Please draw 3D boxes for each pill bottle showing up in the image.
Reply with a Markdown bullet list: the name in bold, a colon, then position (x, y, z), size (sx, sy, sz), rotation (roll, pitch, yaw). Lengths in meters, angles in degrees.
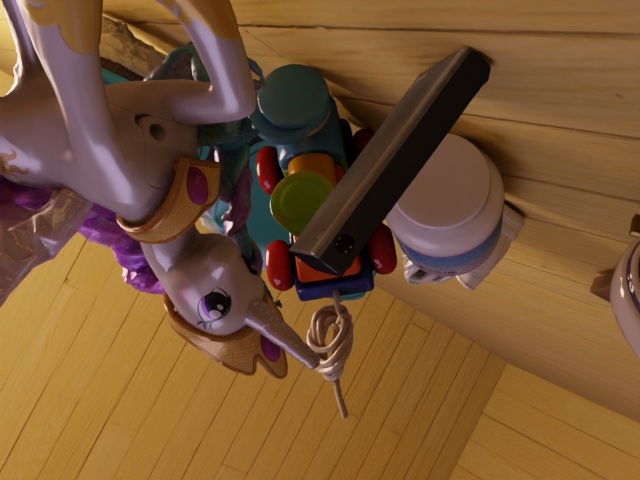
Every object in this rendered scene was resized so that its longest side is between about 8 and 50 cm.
- **pill bottle**: position (0.092, -0.026, 0.667), size (0.087, 0.087, 0.160), rotation (27, 176, 13)

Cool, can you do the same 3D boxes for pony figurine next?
- **pony figurine**: position (-0.175, -0.061, 0.579), size (0.351, 0.303, 0.363), rotation (16, 143, 27)

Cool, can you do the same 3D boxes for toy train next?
- **toy train**: position (0.000, 0.000, 0.684), size (0.105, 0.248, 0.143), rotation (-10, 158, 7)

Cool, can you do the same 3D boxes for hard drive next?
- **hard drive**: position (0.036, -0.041, 0.504), size (0.022, 0.135, 0.094), rotation (38, 175, -8)

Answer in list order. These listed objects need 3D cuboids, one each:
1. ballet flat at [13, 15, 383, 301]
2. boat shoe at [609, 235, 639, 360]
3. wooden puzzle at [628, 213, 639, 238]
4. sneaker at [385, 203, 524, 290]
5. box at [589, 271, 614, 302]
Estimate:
- **ballet flat**: position (-0.097, -0.096, 0.886), size (0.409, 0.147, 0.147), rotation (34, 174, -19)
- **boat shoe**: position (0.303, 0.065, 0.416), size (0.340, 0.127, 0.158), rotation (36, 152, 25)
- **wooden puzzle**: position (0.223, 0.038, 0.548), size (0.079, 0.116, 0.014), rotation (12, 143, 0)
- **sneaker**: position (0.099, -0.004, 0.852), size (0.080, 0.094, 0.212), rotation (28, 176, -22)
- **box**: position (0.325, 0.066, 0.755), size (0.164, 0.021, 0.201), rotation (27, 176, 6)
